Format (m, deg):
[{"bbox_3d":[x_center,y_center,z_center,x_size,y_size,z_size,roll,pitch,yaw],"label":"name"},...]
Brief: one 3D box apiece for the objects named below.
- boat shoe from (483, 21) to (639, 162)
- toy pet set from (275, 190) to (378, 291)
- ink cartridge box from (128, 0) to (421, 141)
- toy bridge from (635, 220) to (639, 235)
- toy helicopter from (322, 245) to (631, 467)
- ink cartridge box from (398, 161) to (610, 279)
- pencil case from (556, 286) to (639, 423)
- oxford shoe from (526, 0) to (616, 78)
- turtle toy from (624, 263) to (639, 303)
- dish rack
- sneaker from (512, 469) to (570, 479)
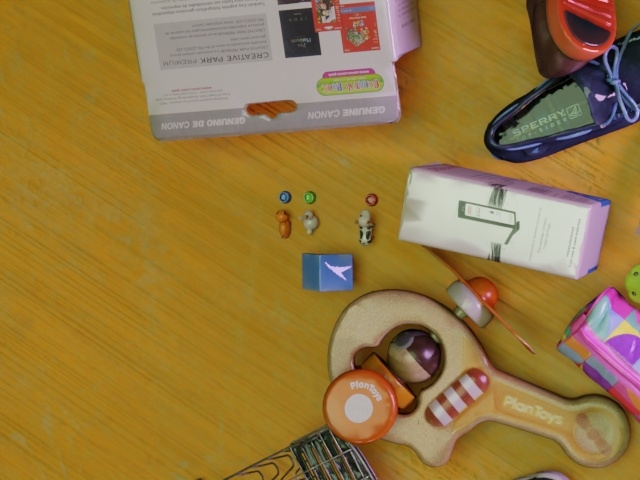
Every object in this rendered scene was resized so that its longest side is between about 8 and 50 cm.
[{"bbox_3d":[0.301,-0.151,1.896,0.258,0.089,0.109,-34,83,14],"label":"boat shoe"},{"bbox_3d":[0.000,0.000,2.009,0.122,0.065,0.114,1,93,18],"label":"toy pet set"},{"bbox_3d":[-0.053,-0.265,1.970,0.309,0.130,0.272,-2,104,17],"label":"ink cartridge box"},{"bbox_3d":[0.390,-0.090,1.895,0.063,0.026,0.188,29,101,39],"label":"toy bridge"},{"bbox_3d":[0.183,0.152,1.948,0.355,0.140,0.235,19,89,5],"label":"toy helicopter"},{"bbox_3d":[0.203,-0.024,1.902,0.203,0.148,0.086,13,98,17],"label":"ink cartridge box"},{"bbox_3d":[0.369,0.157,1.883,0.236,0.104,0.104,42,103,13],"label":"pencil case"},{"bbox_3d":[0.258,-0.305,1.883,0.097,0.098,0.271,15,64,-20],"label":"oxford shoe"},{"bbox_3d":[0.398,0.052,1.887,0.130,0.066,0.095,5,94,16],"label":"turtle toy"},{"bbox_3d":[-0.036,0.341,2.021,0.271,0.074,0.208,-29,85,22],"label":"dish rack"},{"bbox_3d":[0.174,0.365,1.926,0.268,0.153,0.101,-43,81,14],"label":"sneaker"}]
